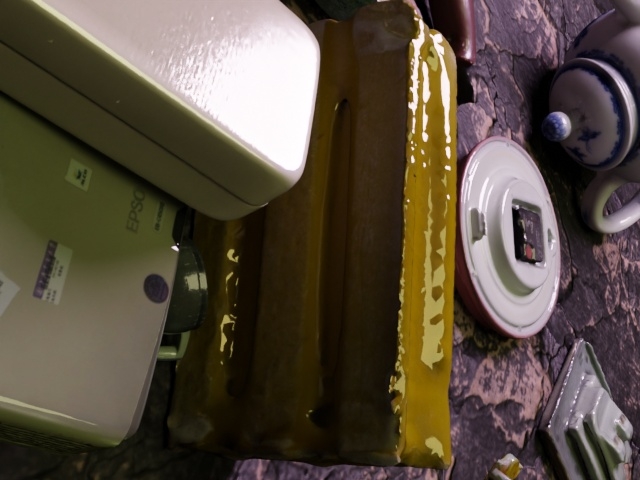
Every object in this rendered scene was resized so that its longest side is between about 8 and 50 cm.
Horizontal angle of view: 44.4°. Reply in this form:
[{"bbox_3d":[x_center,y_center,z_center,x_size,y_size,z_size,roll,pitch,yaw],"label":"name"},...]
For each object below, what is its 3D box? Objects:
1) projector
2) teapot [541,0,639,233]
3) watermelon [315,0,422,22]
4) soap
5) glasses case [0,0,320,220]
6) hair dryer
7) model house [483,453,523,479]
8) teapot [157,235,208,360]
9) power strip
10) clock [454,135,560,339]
[{"bbox_3d":[-0.173,-0.032,0.437,0.193,0.088,0.270,29,55,-38],"label":"projector"},{"bbox_3d":[0.427,-0.193,1.093,0.280,0.252,0.424,-21,126,-17],"label":"teapot"},{"bbox_3d":[0.032,-0.266,0.763,0.187,0.071,0.139,37,48,-29],"label":"watermelon"},{"bbox_3d":[0.000,0.000,0.565,0.091,0.199,0.315,27,61,-49],"label":"soap"},{"bbox_3d":[-0.133,-0.138,0.405,0.313,0.070,0.131,33,47,-33],"label":"glasses case"},{"bbox_3d":[0.158,-0.334,0.919,0.312,0.123,0.341,-43,126,-57],"label":"hair dryer"},{"bbox_3d":[0.118,0.341,0.528,0.312,0.242,0.358,4,114,-54],"label":"model house"},{"bbox_3d":[-0.112,0.042,0.533,0.057,0.066,0.088,-6,109,-31],"label":"teapot"},{"bbox_3d":[0.377,0.264,1.051,0.213,0.064,0.198,60,42,-20],"label":"power strip"},{"bbox_3d":[0.227,-0.004,0.939,0.244,0.056,0.244,14,71,-48],"label":"clock"}]
